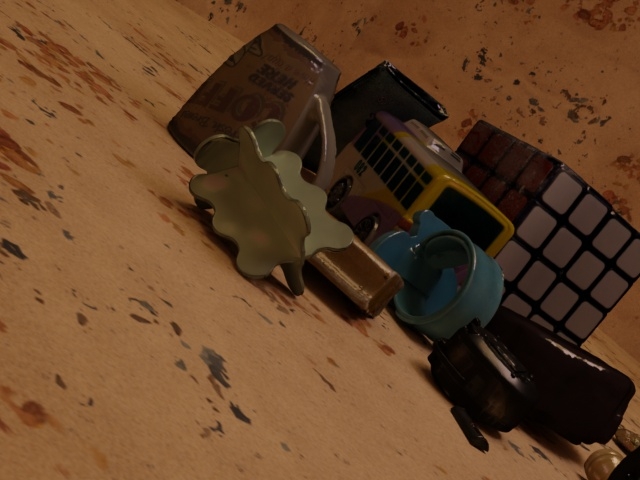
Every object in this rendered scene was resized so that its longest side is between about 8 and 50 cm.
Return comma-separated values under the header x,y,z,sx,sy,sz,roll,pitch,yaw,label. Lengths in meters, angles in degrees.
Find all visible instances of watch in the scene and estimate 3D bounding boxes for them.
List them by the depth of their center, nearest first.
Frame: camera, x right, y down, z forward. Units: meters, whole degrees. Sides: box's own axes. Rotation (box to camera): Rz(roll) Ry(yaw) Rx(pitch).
x,y,z,sx,sy,sz,roll,pitch,yaw,label
0.197,0.062,1.758,0.211,0.211,0.193,30,-5,-37,watch

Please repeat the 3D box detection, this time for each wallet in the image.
x,y,z,sx,sy,sz,roll,pitch,yaw,label
0.072,-0.240,2.314,0.191,0.379,0.046,34,52,-27,wallet

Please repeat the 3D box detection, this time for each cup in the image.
x,y,z,sx,sy,sz,roll,pitch,yaw,label
-0.072,-0.202,1.817,0.301,0.257,0.227,46,15,29,cup

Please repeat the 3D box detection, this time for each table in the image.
x,y,z,sx,sy,sz,roll,pitch,yaw,label
-0.066,-0.038,1.438,0.166,0.166,0.198,25,25,-52,table

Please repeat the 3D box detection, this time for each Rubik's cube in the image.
x,y,z,sx,sy,sz,roll,pitch,yaw,label
0.410,0.005,2.251,0.337,0.343,0.344,34,8,-30,Rubik's cube

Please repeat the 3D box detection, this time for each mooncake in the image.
x,y,z,sx,sy,sz,roll,pitch,yaw,label
0.364,0.220,1.778,0.283,0.141,0.283,31,4,-2,mooncake

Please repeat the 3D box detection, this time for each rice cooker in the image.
x,y,z,sx,sy,sz,roll,pitch,yaw,label
0.231,0.193,1.550,0.165,0.106,0.112,54,19,20,rice cooker

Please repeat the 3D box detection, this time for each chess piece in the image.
x,y,z,sx,sy,sz,roll,pitch,yaw,label
0.437,0.367,1.618,0.066,0.066,0.122,36,16,-14,chess piece

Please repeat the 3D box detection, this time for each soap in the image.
x,y,z,sx,sy,sz,roll,pitch,yaw,label
0.000,0.000,1.609,0.257,0.080,0.160,42,-1,13,soap

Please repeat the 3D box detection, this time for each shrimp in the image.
x,y,z,sx,sy,sz,roll,pitch,yaw,label
0.629,0.417,2.093,0.099,0.041,0.180,30,14,-34,shrimp

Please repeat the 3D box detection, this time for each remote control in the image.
x,y,z,sx,sy,sz,roll,pitch,yaw,label
0.200,0.247,1.448,0.034,0.016,0.091,29,13,-22,remote control

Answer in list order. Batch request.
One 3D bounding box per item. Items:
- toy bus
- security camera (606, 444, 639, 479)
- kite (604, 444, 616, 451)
x,y,z,sx,sy,sz,roll,pitch,yaw,label
0.172,-0.077,2.099,0.209,0.249,0.440,34,11,-23,toy bus
0.500,0.398,1.389,0.277,0.197,0.191,43,0,-20,security camera
0.482,0.347,1.995,0.157,0.011,0.139,36,14,-5,kite
